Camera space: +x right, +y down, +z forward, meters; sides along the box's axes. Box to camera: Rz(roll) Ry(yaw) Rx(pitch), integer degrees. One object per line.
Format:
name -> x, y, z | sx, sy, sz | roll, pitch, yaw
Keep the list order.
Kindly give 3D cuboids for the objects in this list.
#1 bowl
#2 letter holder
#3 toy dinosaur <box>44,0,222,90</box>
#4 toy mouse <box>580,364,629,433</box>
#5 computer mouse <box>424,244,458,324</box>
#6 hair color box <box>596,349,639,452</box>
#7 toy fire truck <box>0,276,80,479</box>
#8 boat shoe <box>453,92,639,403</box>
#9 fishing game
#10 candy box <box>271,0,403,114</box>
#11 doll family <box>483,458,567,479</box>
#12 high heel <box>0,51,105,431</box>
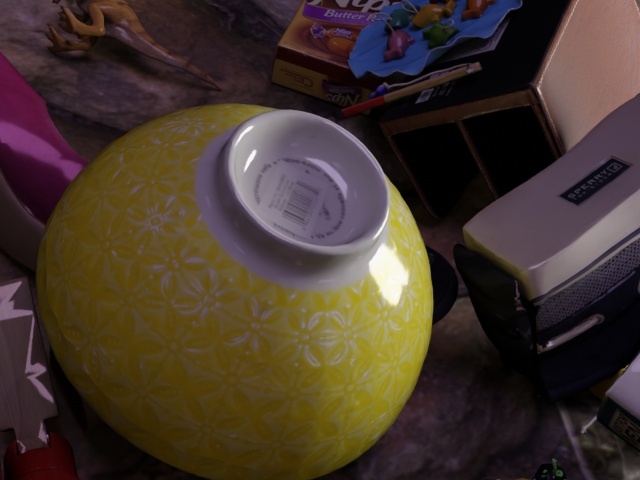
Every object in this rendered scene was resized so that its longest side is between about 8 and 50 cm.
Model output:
bowl -> -0.036, 0.003, 0.816 | 0.289, 0.156, 0.290 | 13, 52, -17
letter holder -> 0.211, -0.126, 1.149 | 0.152, 0.214, 0.302 | -10, 34, 34
toy dinosaur -> -0.201, -0.212, 1.171 | 0.112, 0.064, 0.211 | -28, 59, -36
toy mouse -> 0.298, 0.113, 1.013 | 0.143, 0.031, 0.161 | 17, 45, 1
computer mouse -> 0.000, 0.000, 1.028 | 0.262, 0.060, 0.184 | 13, 48, 14
hair color box -> 0.398, 0.165, 0.883 | 0.347, 0.105, 0.174 | 38, 81, 17
toy fire truck -> -0.244, 0.147, 0.778 | 0.217, 0.159, 0.246 | 3, 26, -19
boat shoe -> 0.265, -0.008, 0.985 | 0.340, 0.158, 0.127 | -30, 37, -14
fishing game -> 0.105, -0.214, 1.124 | 0.189, 0.041, 0.264 | -15, 33, 28
candy box -> 0.030, -0.218, 1.246 | 0.109, 0.053, 0.187 | 19, 44, 5
doll family -> 0.188, 0.214, 0.863 | 0.193, 0.076, 0.111 | 24, 41, 1
high heel -> -0.169, -0.029, 0.965 | 0.181, 0.127, 0.377 | -18, 66, -23
